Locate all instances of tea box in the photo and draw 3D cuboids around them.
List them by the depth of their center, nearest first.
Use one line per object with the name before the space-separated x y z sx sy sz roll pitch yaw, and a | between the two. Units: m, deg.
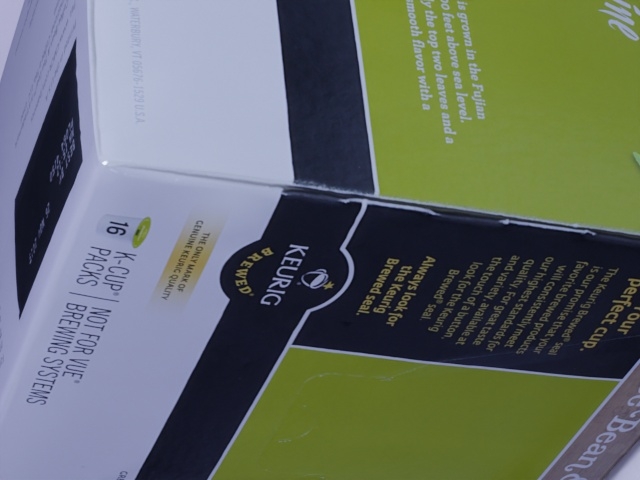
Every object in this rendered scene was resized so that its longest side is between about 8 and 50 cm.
tea box | 0.000 0.000 0.969 0.329 0.323 0.220 121 151 -47
